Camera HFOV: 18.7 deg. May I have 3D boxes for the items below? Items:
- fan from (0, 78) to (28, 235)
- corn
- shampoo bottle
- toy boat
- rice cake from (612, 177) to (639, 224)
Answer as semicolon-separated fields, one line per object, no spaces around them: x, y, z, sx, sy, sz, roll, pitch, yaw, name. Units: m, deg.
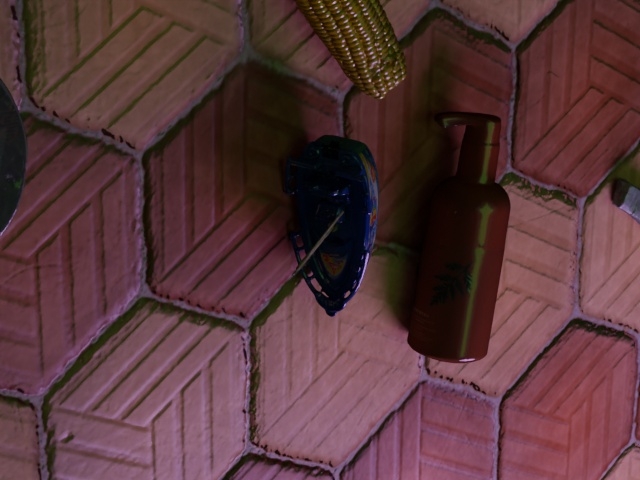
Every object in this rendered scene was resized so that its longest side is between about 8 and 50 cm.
-0.335;-0.090;1.478;0.223;0.012;0.294;-33;126;-28;fan
0.019;-0.206;1.719;0.067;0.067;0.206;-50;134;-16;corn
0.140;-0.005;1.903;0.085;0.085;0.244;-6;108;-41;shampoo bottle
0.000;0.000;1.767;0.110;0.091;0.175;-42;138;-48;toy boat
0.371;-0.023;2.145;0.171;0.029;0.033;31;88;-45;rice cake
